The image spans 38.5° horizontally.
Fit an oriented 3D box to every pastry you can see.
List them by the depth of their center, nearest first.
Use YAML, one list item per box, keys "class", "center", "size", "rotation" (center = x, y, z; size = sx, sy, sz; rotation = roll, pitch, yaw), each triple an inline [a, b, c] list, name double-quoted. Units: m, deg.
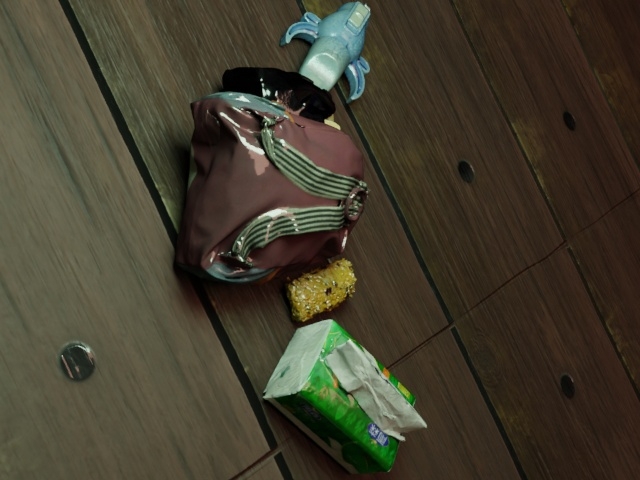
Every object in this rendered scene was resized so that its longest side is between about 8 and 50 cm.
- class: "pastry"
  center: [0.001, 0.081, 1.509]
  size: [0.140, 0.056, 0.080]
  rotation: [-17, 78, -36]

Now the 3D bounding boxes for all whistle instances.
- class: "whistle"
  center: [0.023, -0.354, 1.701]
  size: [0.180, 0.093, 0.269]
  rotation: [40, 56, -15]

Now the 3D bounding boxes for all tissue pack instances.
- class: "tissue pack"
  center: [0.050, 0.240, 1.415]
  size: [0.209, 0.156, 0.148]
  rotation: [46, 50, -20]

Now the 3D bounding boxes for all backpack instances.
- class: "backpack"
  center: [-0.056, -0.068, 1.407]
  size: [0.317, 0.197, 0.284]
  rotation: [7, 94, -39]

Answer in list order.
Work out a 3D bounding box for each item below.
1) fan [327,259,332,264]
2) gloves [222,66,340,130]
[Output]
- class: "fan"
  center: [0.000, 0.000, 1.576]
  size: [0.085, 0.005, 0.133]
  rotation: [-22, 87, -46]
- class: "gloves"
  center: [-0.051, -0.220, 1.535]
  size: [0.203, 0.164, 0.124]
  rotation: [4, 113, -50]
